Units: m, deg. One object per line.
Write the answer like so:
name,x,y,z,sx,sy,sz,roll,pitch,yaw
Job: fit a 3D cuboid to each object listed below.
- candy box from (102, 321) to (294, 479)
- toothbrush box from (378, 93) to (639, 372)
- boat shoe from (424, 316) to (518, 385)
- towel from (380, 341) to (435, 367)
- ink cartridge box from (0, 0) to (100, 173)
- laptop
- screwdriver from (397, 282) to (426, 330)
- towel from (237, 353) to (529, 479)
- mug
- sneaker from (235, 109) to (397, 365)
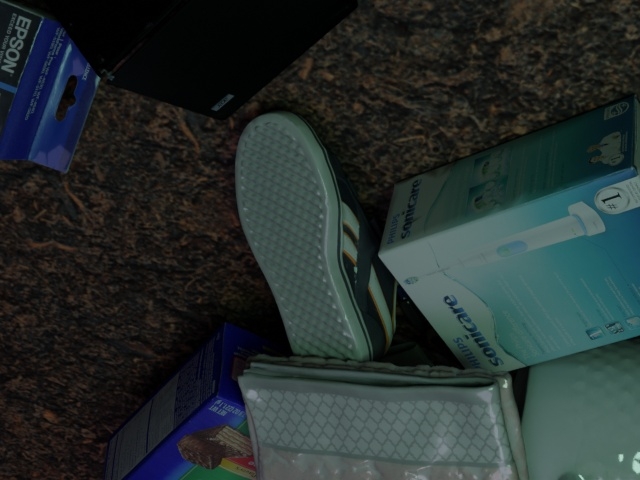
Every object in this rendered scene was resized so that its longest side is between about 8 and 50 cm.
candy box,-0.093,0.274,1.692,0.268,0.122,0.317,26,134,-21
toothbrush box,0.245,0.006,1.417,0.296,0.126,0.216,-21,124,29
boat shoe,0.199,0.149,1.601,0.207,0.073,0.073,38,130,-22
towel,0.105,0.273,1.768,0.248,0.038,0.325,-20,123,29
ink cartridge box,-0.400,-0.197,1.393,0.333,0.065,0.165,20,101,-5
laptop,-0.141,-0.268,1.342,0.234,0.136,0.264,-36,90,37
screwdriver,0.084,0.044,1.566,0.024,0.025,0.170,-16,127,27
towel,0.073,0.282,1.457,0.332,0.053,0.317,0,110,30
mug,0.369,0.262,1.456,0.328,0.374,0.276,13,114,3
sneaker,0.000,0.000,1.491,0.126,0.127,0.321,-5,107,32
